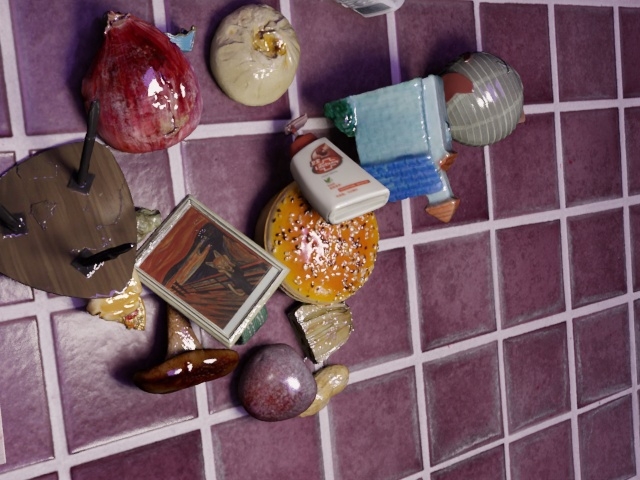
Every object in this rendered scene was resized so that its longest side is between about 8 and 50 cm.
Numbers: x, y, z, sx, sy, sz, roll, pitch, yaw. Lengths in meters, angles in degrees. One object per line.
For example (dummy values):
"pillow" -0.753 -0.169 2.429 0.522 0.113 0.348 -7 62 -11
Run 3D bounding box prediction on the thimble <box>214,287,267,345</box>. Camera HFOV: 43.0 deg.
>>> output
"thimble" -0.184 0.147 1.721 0.135 0.118 0.090 48 61 -7

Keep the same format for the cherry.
"cherry" -0.097 0.310 1.774 0.176 0.140 0.176 2 81 -16

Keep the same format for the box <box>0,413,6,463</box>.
"box" -0.663 0.341 1.419 0.199 0.081 0.135 -9 97 -36

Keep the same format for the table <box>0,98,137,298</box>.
"table" -0.455 -0.061 1.396 0.317 0.249 0.318 6 72 -19

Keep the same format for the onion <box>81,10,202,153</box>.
"onion" -0.339 -0.296 1.546 0.227 0.120 0.284 -29 123 -19

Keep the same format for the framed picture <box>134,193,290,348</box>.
"framed picture" -0.229 0.058 1.665 0.273 0.016 0.216 36 69 2

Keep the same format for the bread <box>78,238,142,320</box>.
"bread" -0.416 0.068 1.573 0.119 0.084 0.177 -20 104 -30

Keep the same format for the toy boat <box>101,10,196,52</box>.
"toy boat" -0.340 -0.412 1.611 0.185 0.075 0.077 -7 99 -29

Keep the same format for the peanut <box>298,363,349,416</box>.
"peanut" -0.001 0.347 1.880 0.174 0.080 0.080 -35 111 -27

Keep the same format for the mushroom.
"mushroom" -0.294 0.194 1.660 0.226 0.148 0.218 -9 79 -44

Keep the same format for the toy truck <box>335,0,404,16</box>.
"toy truck" 0.150 -0.704 1.900 0.175 0.146 0.368 26 77 -37

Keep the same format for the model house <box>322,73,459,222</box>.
"model house" 0.196 -0.189 1.850 0.295 0.251 0.330 -26 99 -73

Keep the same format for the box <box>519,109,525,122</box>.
"box" 0.520 -0.342 2.246 0.115 0.025 0.048 -14 102 -34

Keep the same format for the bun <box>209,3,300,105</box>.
"bun" -0.127 -0.398 1.730 0.222 0.127 0.223 -4 97 -33

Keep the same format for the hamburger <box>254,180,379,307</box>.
"hamburger" 0.000 0.000 1.808 0.300 0.176 0.301 -2 93 -33

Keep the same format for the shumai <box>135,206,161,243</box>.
"shumai" -0.355 -0.039 1.615 0.080 0.083 0.082 -27 147 -11

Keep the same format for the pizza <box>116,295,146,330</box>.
"pizza" -0.385 0.151 1.635 0.078 0.025 0.083 -19 103 -35

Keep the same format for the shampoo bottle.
"shampoo bottle" 0.006 -0.162 1.726 0.153 0.284 0.071 -23 149 -23

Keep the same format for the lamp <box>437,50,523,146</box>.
"lamp" 0.384 -0.348 2.022 0.233 0.265 0.233 -1 75 2

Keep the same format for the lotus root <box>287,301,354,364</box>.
"lotus root" 0.004 0.198 1.884 0.144 0.070 0.143 -21 99 -27
